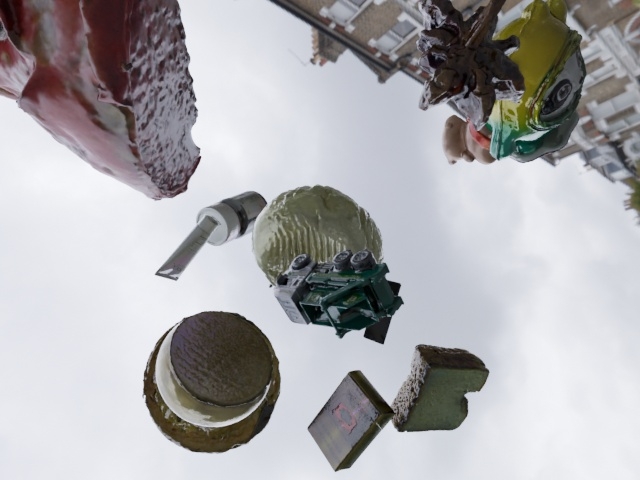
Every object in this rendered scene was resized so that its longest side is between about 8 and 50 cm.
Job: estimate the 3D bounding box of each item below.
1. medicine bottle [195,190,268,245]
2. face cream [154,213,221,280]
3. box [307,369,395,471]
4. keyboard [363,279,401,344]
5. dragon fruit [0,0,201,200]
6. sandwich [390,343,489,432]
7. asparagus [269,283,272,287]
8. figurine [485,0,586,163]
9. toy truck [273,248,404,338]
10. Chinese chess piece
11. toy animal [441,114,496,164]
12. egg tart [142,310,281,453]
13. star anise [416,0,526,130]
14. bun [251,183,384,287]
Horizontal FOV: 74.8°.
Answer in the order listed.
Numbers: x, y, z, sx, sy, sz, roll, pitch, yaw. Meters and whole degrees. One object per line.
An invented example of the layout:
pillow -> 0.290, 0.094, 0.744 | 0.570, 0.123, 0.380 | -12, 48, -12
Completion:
medicine bottle -> -0.329, -0.089, 1.601 | 0.165, 0.165, 0.273 | 62, -149, -3
face cream -> -0.410, 0.024, 1.305 | 0.058, 0.244, 0.092 | 42, -176, 34
box -> 0.081, 0.513, 1.194 | 0.071, 0.240, 0.159 | 15, -155, -47
keyboard -> 0.194, 0.220, 1.310 | 0.015, 0.074, 0.197 | 26, -101, -55
dragon fruit -> -0.214, -0.135, 0.350 | 0.211, 0.262, 0.134 | 14, -125, 5
sandwich -> 0.365, 0.454, 1.274 | 0.249, 0.095, 0.273 | 10, -69, -18
asparagus -> -0.162, 0.144, 1.626 | 0.013, 0.016, 0.166 | 31, -149, 7
figurine -> 0.462, -0.341, 0.939 | 0.324, 0.231, 0.340 | -60, -36, -5
toy truck -> 0.017, 0.092, 0.694 | 0.116, 0.216, 0.110 | -48, -58, -37
Chinese chess piece -> -0.244, 0.295, 0.987 | 0.270, 0.112, 0.270 | 25, -147, -18
toy animal -> 0.460, -0.311, 1.222 | 0.171, 0.197, 0.171 | 0, -90, -42
egg tart -> -0.320, 0.417, 1.301 | 0.443, 0.178, 0.443 | 10, -119, -18
star anise -> 0.133, -0.191, 0.365 | 0.097, 0.070, 0.191 | 0, -102, 4
bun -> 0.000, 0.000, 1.106 | 0.352, 0.349, 0.227 | 10, -130, -5
